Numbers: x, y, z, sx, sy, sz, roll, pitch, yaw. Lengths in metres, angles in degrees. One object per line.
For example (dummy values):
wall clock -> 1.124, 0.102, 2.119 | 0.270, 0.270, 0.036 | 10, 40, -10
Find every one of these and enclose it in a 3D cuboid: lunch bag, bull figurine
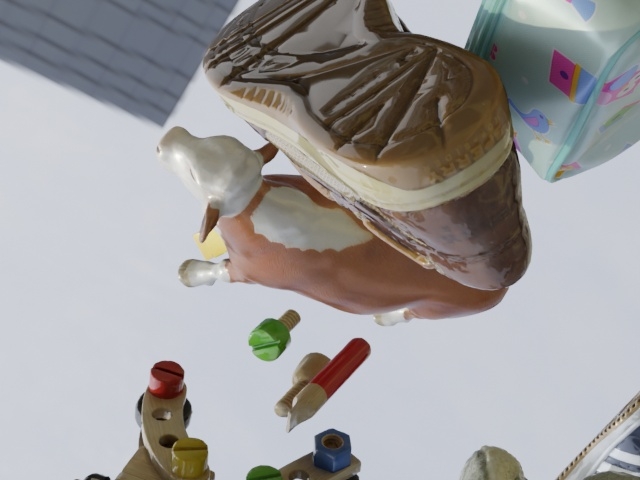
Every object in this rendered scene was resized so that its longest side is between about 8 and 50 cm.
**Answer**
lunch bag -> 0.212, -0.171, 0.829 | 0.279, 0.224, 0.108 | -38, -105, -13
bull figurine -> 0.000, 0.000, 1.128 | 0.310, 0.188, 0.101 | 18, -104, -23

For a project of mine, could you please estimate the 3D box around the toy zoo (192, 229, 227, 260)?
toy zoo -> 0.008, -0.056, 1.337 | 0.192, 0.293, 0.030 | -30, -87, -40

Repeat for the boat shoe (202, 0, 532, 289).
boat shoe -> 0.029, -0.067, 0.868 | 0.123, 0.123, 0.342 | 59, 172, -29

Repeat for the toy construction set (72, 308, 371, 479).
toy construction set -> -0.096, 0.225, 1.367 | 0.257, 0.309, 0.237 | 41, -142, 6

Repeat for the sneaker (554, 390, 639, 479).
sneaker -> 0.370, 0.267, 1.647 | 0.153, 0.282, 0.099 | 43, -147, 12

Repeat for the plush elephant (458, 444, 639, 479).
plush elephant -> 0.282, 0.316, 1.117 | 0.330, 0.255, 0.272 | 16, -104, -27
